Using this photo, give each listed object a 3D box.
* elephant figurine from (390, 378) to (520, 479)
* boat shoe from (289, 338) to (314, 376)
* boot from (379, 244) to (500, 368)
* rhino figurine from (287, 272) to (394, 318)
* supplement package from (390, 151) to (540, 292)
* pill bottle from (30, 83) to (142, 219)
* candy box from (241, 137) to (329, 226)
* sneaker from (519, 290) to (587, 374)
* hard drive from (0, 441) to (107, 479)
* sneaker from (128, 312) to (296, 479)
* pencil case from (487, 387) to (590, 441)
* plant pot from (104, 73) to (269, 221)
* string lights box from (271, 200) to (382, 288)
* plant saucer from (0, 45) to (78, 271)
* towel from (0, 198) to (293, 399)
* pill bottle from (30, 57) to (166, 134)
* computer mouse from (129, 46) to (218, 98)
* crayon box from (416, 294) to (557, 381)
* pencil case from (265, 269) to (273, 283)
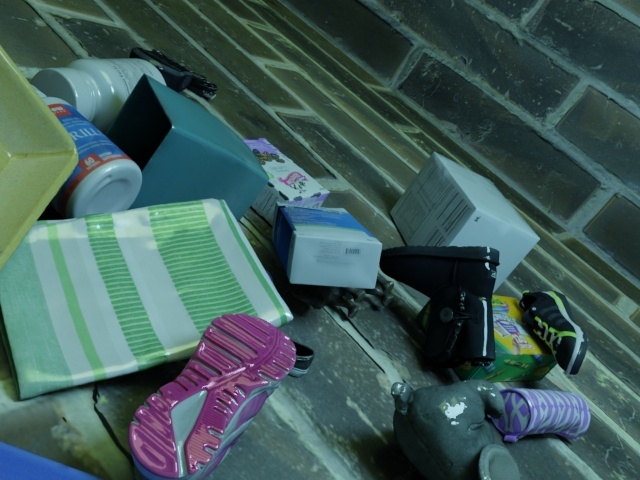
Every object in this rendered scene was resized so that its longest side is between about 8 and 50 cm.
[{"bbox_3d":[0.188,0.305,0.794,0.186,0.169,0.239,-6,55,-13],"label":"elephant figurine"},{"bbox_3d":[-0.074,0.141,0.884,0.142,0.040,0.049,27,26,-14],"label":"boat shoe"},{"bbox_3d":[0.197,0.117,1.130,0.247,0.207,0.094,-1,-17,38],"label":"boot"},{"bbox_3d":[0.029,0.078,1.086,0.106,0.073,0.243,41,27,27],"label":"rhino figurine"},{"bbox_3d":[0.328,-0.036,1.502,0.199,0.198,0.262,21,27,-27],"label":"supplement package"},{"bbox_3d":[-0.372,-0.126,0.909,0.221,0.124,0.124,40,25,13],"label":"pill bottle"},{"bbox_3d":[-0.104,-0.123,1.290,0.196,0.070,0.165,41,25,16],"label":"candy box"},{"bbox_3d":[0.438,0.174,1.236,0.097,0.084,0.234,9,26,0],"label":"sneaker"},{"bbox_3d":[-0.260,0.245,0.471,0.319,0.040,0.210,27,25,-14],"label":"hard drive"},{"bbox_3d":[-0.119,0.171,0.678,0.103,0.111,0.252,37,37,10],"label":"sneaker"},{"bbox_3d":[0.383,0.301,1.100,0.206,0.086,0.088,11,67,-37],"label":"pencil case"},{"bbox_3d":[-0.217,-0.128,1.069,0.234,0.165,0.165,19,27,-45],"label":"plant pot"},{"bbox_3d":[0.000,0.000,1.056,0.134,0.076,0.259,5,13,-12],"label":"string lights box"},{"bbox_3d":[-0.435,-0.110,0.641,0.332,0.081,0.332,-77,147,-45],"label":"plant saucer"},{"bbox_3d":[-0.220,0.046,0.780,0.325,0.038,0.247,-8,50,-35],"label":"towel"},{"bbox_3d":[-0.383,-0.250,1.111,0.131,0.131,0.229,38,25,8],"label":"pill bottle"},{"bbox_3d":[-0.356,-0.375,1.458,0.189,0.072,0.272,31,12,0],"label":"computer mouse"},{"bbox_3d":[0.336,0.187,1.246,0.279,0.081,0.165,9,35,-42],"label":"crayon box"},{"bbox_3d":[-0.141,0.067,0.909,0.152,0.070,0.064,8,68,-45],"label":"pencil case"}]
